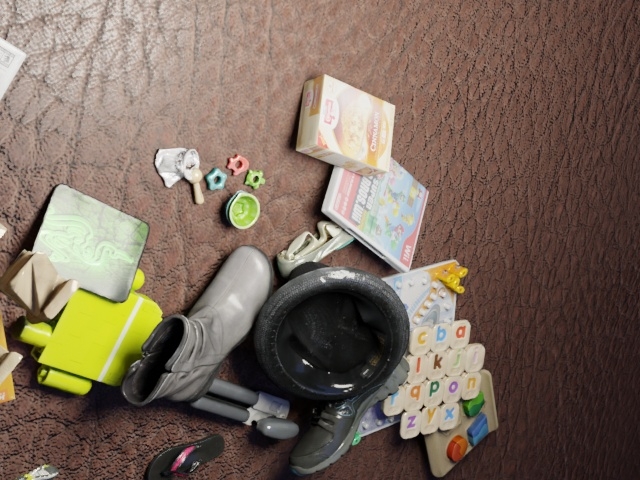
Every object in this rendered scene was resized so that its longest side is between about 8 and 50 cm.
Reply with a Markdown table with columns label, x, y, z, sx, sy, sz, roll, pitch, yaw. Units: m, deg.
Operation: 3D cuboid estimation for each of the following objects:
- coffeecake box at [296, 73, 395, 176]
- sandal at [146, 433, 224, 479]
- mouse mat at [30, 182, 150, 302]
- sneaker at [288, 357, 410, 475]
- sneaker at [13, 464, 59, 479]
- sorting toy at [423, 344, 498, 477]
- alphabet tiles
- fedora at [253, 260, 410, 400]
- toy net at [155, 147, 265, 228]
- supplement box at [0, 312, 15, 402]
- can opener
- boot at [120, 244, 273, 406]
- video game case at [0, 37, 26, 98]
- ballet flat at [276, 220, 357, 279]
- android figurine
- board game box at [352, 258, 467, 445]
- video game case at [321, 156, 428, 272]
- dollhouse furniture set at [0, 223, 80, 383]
| label | x | y | z | sx | sy | sz | roll | pitch | yaw |
| --- | --- | --- | --- | --- | --- | --- | --- | --- | --- |
| coffeecake box | 0.051 | -0.219 | 1.687 | 0.185 | 0.068 | 0.142 | 16 | 74 | -36 |
| sandal | -0.263 | 0.437 | 1.733 | 0.179 | 0.040 | 0.067 | -18 | 117 | -33 |
| mouse mat | -0.383 | 0.007 | 1.462 | 0.189 | 0.007 | 0.153 | 27 | 69 | -35 |
| sneaker | 0.034 | 0.340 | 1.839 | 0.341 | 0.125 | 0.140 | -48 | 112 | -19 |
| sneaker | -0.507 | 0.427 | 1.548 | 0.083 | 0.031 | 0.035 | -15 | 128 | -30 |
| sorting toy | 0.347 | 0.421 | 2.150 | 0.229 | 0.041 | 0.307 | -31 | 125 | -26 |
| alphabet tiles | 0.265 | 0.323 | 2.037 | 0.284 | 0.021 | 0.278 | -5 | 107 | -30 |
| fedora | 0.012 | 0.157 | 1.710 | 0.333 | 0.152 | 0.334 | -7 | 124 | -10 |
| toy net | -0.193 | -0.116 | 1.584 | 0.232 | 0.045 | 0.122 | 31 | 86 | -41 |
| supplement box | -0.546 | 0.149 | 1.380 | 0.078 | 0.080 | 0.234 | -16 | 118 | -32 |
| can opener | -0.146 | 0.339 | 1.754 | 0.283 | 0.095 | 0.076 | 30 | 86 | -48 |
| boot | -0.210 | 0.151 | 1.559 | 0.338 | 0.118 | 0.222 | -64 | 163 | -3 |
| video game case | -0.559 | -0.247 | 1.261 | 0.201 | 0.023 | 0.183 | 33 | 85 | -42 |
| ballet flat | 0.000 | 0.000 | 1.764 | 0.213 | 0.072 | 0.068 | -36 | 121 | -22 |
| android figurine | -0.389 | 0.154 | 1.520 | 0.272 | 0.056 | 0.248 | 26 | 89 | -41 |
| board game box | 0.179 | 0.266 | 2.017 | 0.389 | 0.050 | 0.390 | -13 | 114 | -35 |
| video game case | 0.121 | -0.083 | 1.814 | 0.285 | 0.025 | 0.204 | 37 | 60 | -41 |
| dollhouse furniture set | -0.617 | 0.100 | 1.203 | 0.362 | 0.256 | 0.394 | 42 | 63 | -19 |
